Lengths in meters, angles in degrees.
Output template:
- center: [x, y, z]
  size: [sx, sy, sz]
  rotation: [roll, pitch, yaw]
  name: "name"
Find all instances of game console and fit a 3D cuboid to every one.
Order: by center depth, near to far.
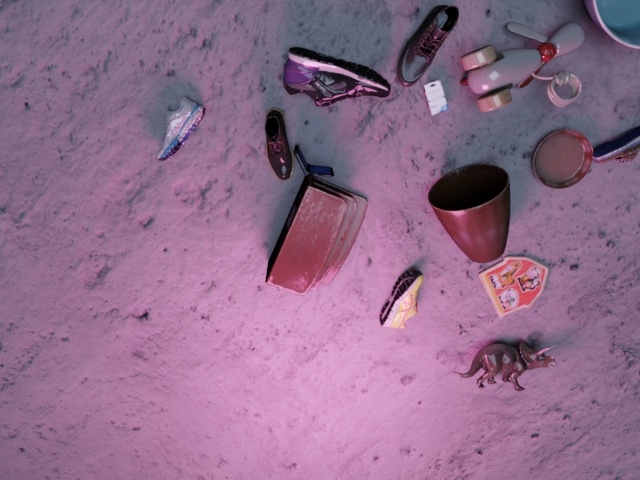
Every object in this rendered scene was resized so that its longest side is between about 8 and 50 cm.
- center: [-0.018, -0.217, 1.414]
  size: [0.071, 0.122, 0.107]
  rotation: [-25, 107, 7]
  name: "game console"

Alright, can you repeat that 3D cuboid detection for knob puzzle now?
- center: [0.606, 0.131, 1.591]
  size: [0.213, 0.030, 0.213]
  rotation: [0, 108, -1]
  name: "knob puzzle"

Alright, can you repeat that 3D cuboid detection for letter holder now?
- center: [0.000, 0.000, 1.475]
  size: [0.214, 0.152, 0.302]
  rotation: [22, 107, -10]
  name: "letter holder"

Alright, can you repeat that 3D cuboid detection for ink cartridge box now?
- center: [0.311, -0.388, 1.411]
  size: [0.048, 0.028, 0.083]
  rotation: [-18, 108, 5]
  name: "ink cartridge box"

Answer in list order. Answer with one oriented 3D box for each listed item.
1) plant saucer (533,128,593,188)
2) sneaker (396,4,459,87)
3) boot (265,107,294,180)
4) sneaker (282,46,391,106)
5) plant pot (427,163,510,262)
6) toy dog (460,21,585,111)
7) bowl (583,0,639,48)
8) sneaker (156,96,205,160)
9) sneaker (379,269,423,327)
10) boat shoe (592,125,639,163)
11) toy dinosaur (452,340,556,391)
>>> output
- center: [0.680, -0.230, 1.471]
  size: [0.168, 0.029, 0.169]
  rotation: [0, 109, 0]
  name: "plant saucer"
- center: [0.266, -0.497, 1.326]
  size: [0.083, 0.118, 0.222]
  rotation: [25, 106, -9]
  name: "sneaker"
- center: [-0.119, -0.247, 1.395]
  size: [0.076, 0.137, 0.198]
  rotation: [-12, 109, 3]
  name: "boot"
- center: [0.041, -0.409, 1.377]
  size: [0.283, 0.107, 0.124]
  rotation: [17, 122, -3]
  name: "sneaker"
- center: [0.435, -0.056, 1.449]
  size: [0.215, 0.215, 0.230]
  rotation: [-22, 121, 6]
  name: "plant pot"
- center: [0.499, -0.453, 1.353]
  size: [0.333, 0.161, 0.220]
  rotation: [-7, 106, -14]
  name: "toy dog"
- center: [0.777, -0.630, 1.266]
  size: [0.311, 0.163, 0.312]
  rotation: [0, 109, 0]
  name: "bowl"
- center: [-0.397, -0.305, 1.414]
  size: [0.083, 0.071, 0.191]
  rotation: [37, 96, -6]
  name: "sneaker"
- center: [0.263, 0.182, 1.584]
  size: [0.094, 0.081, 0.209]
  rotation: [21, 114, -15]
  name: "sneaker"
- center: [0.841, -0.250, 1.440]
  size: [0.183, 0.066, 0.066]
  rotation: [-26, 117, -1]
  name: "boat shoe"
- center: [0.568, 0.385, 1.649]
  size: [0.313, 0.121, 0.160]
  rotation: [3, 97, 3]
  name: "toy dinosaur"
